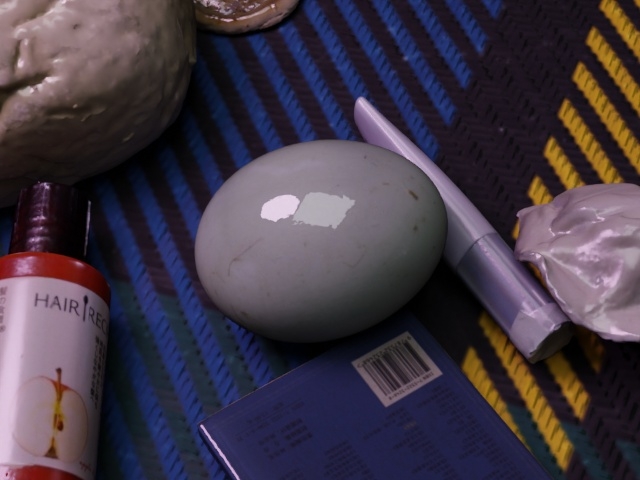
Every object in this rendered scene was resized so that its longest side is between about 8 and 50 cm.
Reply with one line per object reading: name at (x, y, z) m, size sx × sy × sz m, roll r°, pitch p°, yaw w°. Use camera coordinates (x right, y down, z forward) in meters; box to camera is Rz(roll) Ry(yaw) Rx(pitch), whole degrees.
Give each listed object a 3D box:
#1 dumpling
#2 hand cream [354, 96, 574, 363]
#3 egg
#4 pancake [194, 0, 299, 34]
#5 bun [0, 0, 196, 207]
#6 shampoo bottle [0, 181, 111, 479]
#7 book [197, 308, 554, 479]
dumpling at (0.206, 0.009, 0.970) m, size 0.127 × 0.108 × 0.188 m, roll 16°, pitch 36°, yaw -8°
hand cream at (0.104, -0.013, 1.032) m, size 0.048 × 0.079 × 0.255 m, roll -34°, pitch 64°, yaw -5°
egg at (0.000, 0.000, 0.985) m, size 0.192 × 0.149 × 0.149 m, roll -12°, pitch 57°, yaw 10°
pancake at (-0.074, -0.246, 1.223) m, size 0.140 × 0.022 × 0.139 m, roll -3°, pitch 59°, yaw 5°
bun at (-0.285, -0.193, 1.098) m, size 0.352 × 0.227 × 0.349 m, roll 26°, pitch 63°, yaw 19°
shampoo bottle at (-0.213, 0.083, 0.989) m, size 0.104 × 0.104 × 0.278 m, roll -4°, pitch 58°, yaw 5°
book at (0.062, 0.184, 0.918) m, size 0.191 × 0.025 × 0.269 m, roll -27°, pitch 57°, yaw -20°
